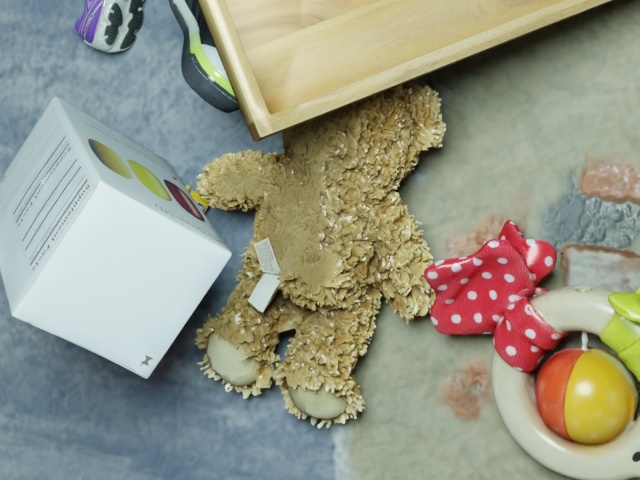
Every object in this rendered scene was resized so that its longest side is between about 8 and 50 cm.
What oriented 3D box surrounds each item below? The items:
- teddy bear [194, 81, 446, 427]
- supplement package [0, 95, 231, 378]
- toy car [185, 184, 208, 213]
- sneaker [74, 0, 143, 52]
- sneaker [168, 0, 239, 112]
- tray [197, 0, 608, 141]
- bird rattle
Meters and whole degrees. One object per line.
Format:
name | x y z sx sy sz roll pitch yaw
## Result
teddy bear | 0.000 0.000 1.065 0.245 0.113 0.338 2 91 31
supplement package | -0.197 -0.010 1.050 0.134 0.139 0.244 -55 30 8
toy car | -0.144 0.012 1.137 0.040 0.060 0.122 30 104 -10
sneaker | -0.207 -0.277 1.186 0.071 0.068 0.170 24 94 27
sneaker | -0.073 -0.205 1.071 0.097 0.084 0.235 -43 37 23
tray | 0.101 -0.248 0.947 0.410 0.076 0.203 -22 94 -8
bird rattle | 0.206 0.097 0.957 0.253 0.143 0.207 3 102 24
